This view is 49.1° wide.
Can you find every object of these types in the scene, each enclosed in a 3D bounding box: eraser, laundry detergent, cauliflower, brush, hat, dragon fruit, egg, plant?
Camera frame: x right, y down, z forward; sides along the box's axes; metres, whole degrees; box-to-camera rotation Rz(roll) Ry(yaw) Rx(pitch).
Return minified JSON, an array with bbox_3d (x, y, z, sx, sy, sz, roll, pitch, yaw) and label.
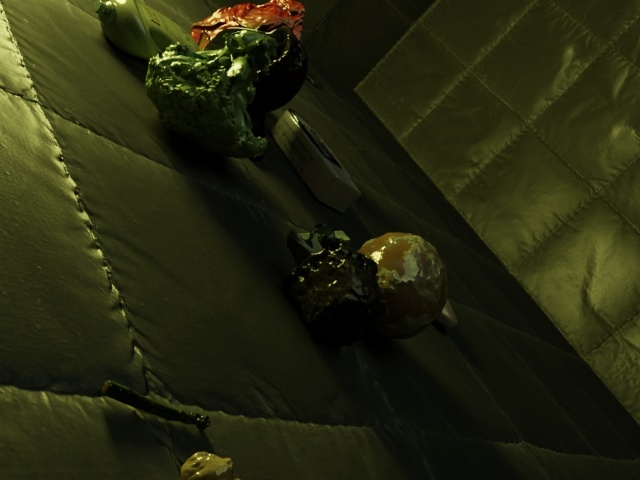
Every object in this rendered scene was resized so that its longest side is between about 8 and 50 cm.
[{"bbox_3d":[0.248,0.112,1.683,0.243,0.059,0.204,48,16,27],"label":"eraser"},{"bbox_3d":[-0.367,-0.430,1.472,0.253,0.091,0.181,21,34,-55],"label":"laundry detergent"},{"bbox_3d":[-0.185,-0.295,1.302,0.272,0.250,0.275,29,18,-48],"label":"cauliflower"},{"bbox_3d":[0.000,0.000,1.429,0.178,0.030,0.033,-4,57,-55],"label":"brush"},{"bbox_3d":[-0.014,-0.204,1.781,0.130,0.086,0.287,26,25,-50],"label":"eraser"},{"bbox_3d":[-0.156,-0.385,1.695,0.336,0.238,0.209,12,-37,35],"label":"hat"},{"bbox_3d":[-0.180,-0.529,1.879,0.302,0.330,0.240,40,-5,-8],"label":"dragon fruit"},{"bbox_3d":[0.135,0.081,1.263,0.195,0.195,0.233,48,25,12],"label":"egg"},{"bbox_3d":[0.020,0.065,1.127,0.142,0.131,0.203,25,24,-42],"label":"plant"}]

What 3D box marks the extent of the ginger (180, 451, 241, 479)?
[{"bbox_3d":[-0.027,0.296,0.554,0.089,0.075,0.288,-32,75,-31],"label":"ginger"}]

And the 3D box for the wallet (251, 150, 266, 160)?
[{"bbox_3d":[-0.186,-0.239,1.568,0.157,0.018,0.082,46,17,4],"label":"wallet"}]

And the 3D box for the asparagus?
[{"bbox_3d":[-0.154,0.161,0.673,0.015,0.018,0.127,4,-24,46],"label":"asparagus"}]
